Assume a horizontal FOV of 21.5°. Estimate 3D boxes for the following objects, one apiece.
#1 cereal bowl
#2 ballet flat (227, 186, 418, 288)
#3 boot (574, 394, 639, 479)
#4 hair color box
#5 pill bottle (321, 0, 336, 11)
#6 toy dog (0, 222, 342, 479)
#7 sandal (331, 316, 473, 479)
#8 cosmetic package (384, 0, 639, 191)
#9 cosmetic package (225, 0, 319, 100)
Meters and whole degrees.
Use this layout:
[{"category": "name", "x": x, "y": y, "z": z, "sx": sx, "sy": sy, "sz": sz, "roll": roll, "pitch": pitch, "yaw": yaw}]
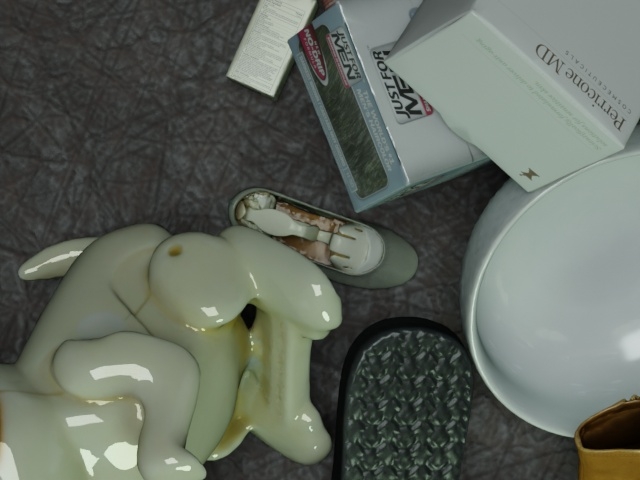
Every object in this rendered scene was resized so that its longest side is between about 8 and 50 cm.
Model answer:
[{"category": "cereal bowl", "x": 0.295, "y": 0.027, "z": 1.704, "sx": 0.339, "sy": 0.141, "sz": 0.339, "roll": -6, "pitch": 120, "yaw": -10}, {"category": "ballet flat", "x": 0.000, "y": 0.000, "z": 1.791, "sx": 0.213, "sy": 0.068, "sz": 0.072, "roll": 20, "pitch": 90, "yaw": 4}, {"category": "boot", "x": 0.403, "y": 0.210, "z": 1.683, "sx": 0.295, "sy": 0.211, "sz": 0.104, "roll": -15, "pitch": 54, "yaw": 3}, {"category": "hair color box", "x": 0.174, "y": -0.177, "z": 1.673, "sx": 0.374, "sy": 0.113, "sz": 0.185, "roll": -20, "pitch": 86, "yaw": -31}, {"category": "pill bottle", "x": 0.081, "y": -0.197, "z": 1.765, "sx": 0.121, "sy": 0.121, "sz": 0.216, "roll": -18, "pitch": 88, "yaw": 3}, {"category": "toy dog", "x": -0.228, "y": 0.150, "z": 1.627, "sx": 0.395, "sy": 0.284, "sz": 0.408, "roll": 39, "pitch": 52, "yaw": 21}, {"category": "sandal", "x": 0.062, "y": 0.288, "z": 1.724, "sx": 0.167, "sy": 0.107, "sz": 0.446, "roll": 12, "pitch": 102, "yaw": -9}, {"category": "cosmetic package", "x": 0.241, "y": -0.252, "z": 1.575, "sx": 0.197, "sy": 0.155, "sz": 0.365, "roll": 39, "pitch": 60, "yaw": -16}, {"category": "cosmetic package", "x": -0.051, "y": -0.214, "z": 1.813, "sx": 0.060, "sy": 0.041, "sz": 0.115, "roll": 26, "pitch": 90, "yaw": 4}]
